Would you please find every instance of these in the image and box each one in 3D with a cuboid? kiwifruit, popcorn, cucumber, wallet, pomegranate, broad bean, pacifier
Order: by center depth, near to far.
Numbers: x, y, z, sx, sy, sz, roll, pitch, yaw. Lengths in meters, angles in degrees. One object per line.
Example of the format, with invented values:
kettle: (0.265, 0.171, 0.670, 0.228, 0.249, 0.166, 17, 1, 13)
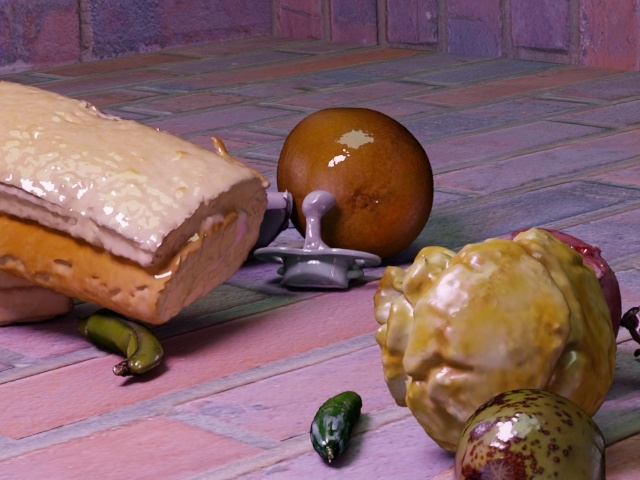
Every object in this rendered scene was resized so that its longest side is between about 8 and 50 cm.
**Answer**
pomegranate: (0.145, 0.190, 1.412, 0.125, 0.163, 0.138, 34, 25, -14)
popcorn: (0.154, 0.089, 1.606, 0.183, 0.204, 0.221, -10, -13, 42)
cucumber: (0.013, 0.161, 1.672, 0.039, 0.039, 0.168, 0, 12, 10)
broad bean: (-0.204, 0.102, 1.947, 0.061, 0.046, 0.195, -4, 15, -18)
pacifier: (0.000, 0.000, 2.212, 0.150, 0.116, 0.127, -1, -13, 20)
wallet: (-0.157, -0.016, 2.288, 0.231, 0.069, 0.170, 3, -24, -15)
kiwifruit: (0.041, -0.073, 2.343, 0.196, 0.196, 0.234, -4, 9, -9)

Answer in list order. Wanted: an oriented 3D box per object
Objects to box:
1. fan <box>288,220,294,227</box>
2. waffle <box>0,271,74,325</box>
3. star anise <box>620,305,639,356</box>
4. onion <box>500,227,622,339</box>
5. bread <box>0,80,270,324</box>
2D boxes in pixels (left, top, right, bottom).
fan: (-0.026, -0.026, 2.525, 0.282, 0.023, 0.057, -1, 12, 12)
waffle: (-0.400, 0.025, 2.215, 0.213, 0.091, 0.308, -5, 12, -11)
star anise: (0.331, 0.102, 1.794, 0.070, 0.097, 0.190, -26, 3, -19)
onion: (0.220, 0.071, 1.823, 0.159, 0.159, 0.195, 3, -10, 21)
bread: (-0.262, -0.054, 2.032, 0.375, 0.165, 0.236, 19, 34, 24)
